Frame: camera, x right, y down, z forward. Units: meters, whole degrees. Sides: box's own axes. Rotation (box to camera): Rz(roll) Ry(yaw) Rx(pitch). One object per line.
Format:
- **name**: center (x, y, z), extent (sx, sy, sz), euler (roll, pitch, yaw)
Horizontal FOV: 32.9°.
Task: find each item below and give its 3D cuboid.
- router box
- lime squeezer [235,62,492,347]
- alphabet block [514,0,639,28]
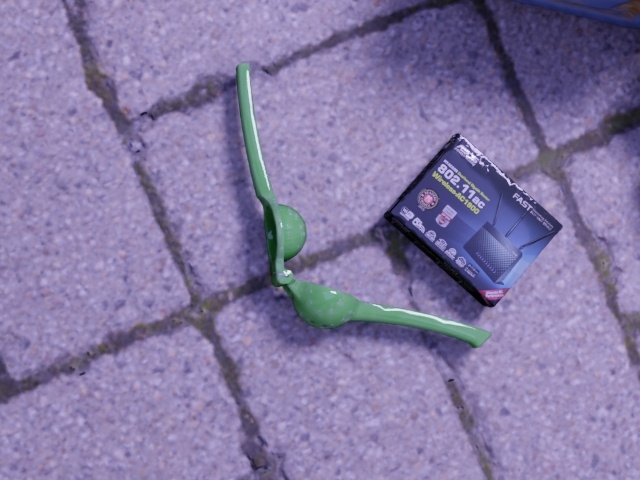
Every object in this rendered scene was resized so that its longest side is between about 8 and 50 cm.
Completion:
- **router box**: center (0.129, -0.016, 0.921), extent (0.122, 0.038, 0.092), euler (41, 83, -2)
- **lime squeezer**: center (0.000, 0.000, 0.893), extent (0.110, 0.059, 0.310), euler (-42, 90, 3)
- **alphabet block**: center (0.227, -0.292, 0.862), extent (0.193, 0.192, 0.197), euler (11, 93, -7)
